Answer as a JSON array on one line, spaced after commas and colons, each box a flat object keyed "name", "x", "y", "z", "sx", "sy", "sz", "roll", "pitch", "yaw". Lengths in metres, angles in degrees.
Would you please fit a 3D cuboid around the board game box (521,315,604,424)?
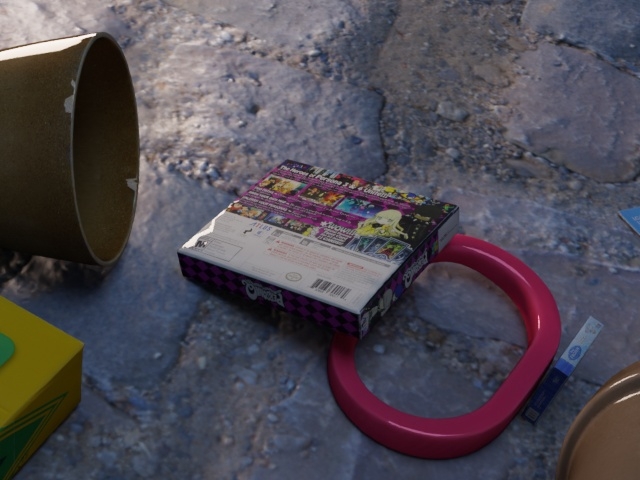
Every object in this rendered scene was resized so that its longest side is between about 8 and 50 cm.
[{"name": "board game box", "x": 0.249, "y": 0.134, "z": 1.130, "sx": 0.020, "sy": 0.090, "sz": 0.090, "roll": 36, "pitch": 48, "yaw": 14}]

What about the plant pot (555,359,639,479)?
[{"name": "plant pot", "x": 0.290, "y": 0.239, "z": 0.869, "sx": 0.263, "sy": 0.263, "sz": 0.229, "roll": 36, "pitch": 25, "yaw": 20}]

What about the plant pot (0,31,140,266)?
[{"name": "plant pot", "x": -0.338, "y": -0.092, "z": 1.128, "sx": 0.254, "sy": 0.237, "sz": 0.237, "roll": 0, "pitch": 44, "yaw": 7}]

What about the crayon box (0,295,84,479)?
[{"name": "crayon box", "x": -0.444, "y": 0.129, "z": 0.942, "sx": 0.363, "sy": 0.106, "sz": 0.313, "roll": 28, "pitch": 45, "yaw": 12}]

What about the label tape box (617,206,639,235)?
[{"name": "label tape box", "x": 0.558, "y": 0.023, "z": 1.310, "sx": 0.240, "sy": 0.106, "sz": 0.333, "roll": -13, "pitch": 51, "yaw": -26}]

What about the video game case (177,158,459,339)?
[{"name": "video game case", "x": 0.000, "y": 0.000, "z": 1.184, "sx": 0.232, "sy": 0.042, "sz": 0.210, "roll": 17, "pitch": 42, "yaw": 29}]

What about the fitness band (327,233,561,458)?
[{"name": "fitness band", "x": 0.132, "y": 0.106, "z": 1.159, "sx": 0.209, "sy": 0.054, "sz": 0.291, "roll": 34, "pitch": 49, "yaw": 15}]
